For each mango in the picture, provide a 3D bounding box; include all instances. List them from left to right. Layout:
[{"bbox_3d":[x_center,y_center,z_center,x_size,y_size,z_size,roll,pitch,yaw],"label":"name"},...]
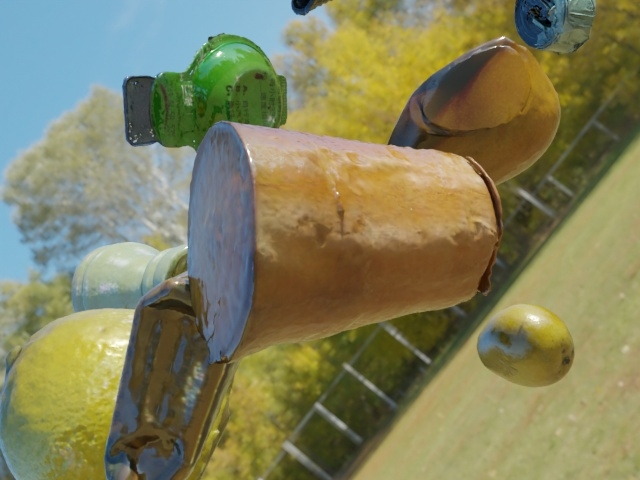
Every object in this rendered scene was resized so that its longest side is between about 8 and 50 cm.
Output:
[{"bbox_3d":[0.176,-0.119,1.341,0.236,0.136,0.166,-30,-20,-3],"label":"mango"},{"bbox_3d":[0.303,0.159,1.683,0.098,0.137,0.195,-45,12,-21],"label":"mango"}]

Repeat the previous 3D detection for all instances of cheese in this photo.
[{"bbox_3d":[-0.155,-0.192,1.583,0.320,0.083,0.203,-12,-76,-47],"label":"cheese"}]

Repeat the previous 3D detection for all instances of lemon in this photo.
[{"bbox_3d":[-0.321,0.264,1.675,0.364,0.364,0.364,-50,-8,-9],"label":"lemon"}]

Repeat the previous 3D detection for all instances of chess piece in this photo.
[{"bbox_3d":[-0.313,0.104,2.227,0.234,0.234,0.442,-48,21,-27],"label":"chess piece"}]

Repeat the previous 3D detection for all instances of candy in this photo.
[{"bbox_3d":[-0.140,0.152,1.035,0.143,0.101,0.271,-28,-44,-78],"label":"candy"}]

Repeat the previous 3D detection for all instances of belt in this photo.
[{"bbox_3d":[0.312,-0.307,1.502,0.140,0.058,0.105,-125,46,-56],"label":"belt"}]

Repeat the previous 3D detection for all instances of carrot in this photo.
[{"bbox_3d":[0.026,0.000,0.937,0.254,0.196,0.196,-1,-35,-25],"label":"carrot"}]

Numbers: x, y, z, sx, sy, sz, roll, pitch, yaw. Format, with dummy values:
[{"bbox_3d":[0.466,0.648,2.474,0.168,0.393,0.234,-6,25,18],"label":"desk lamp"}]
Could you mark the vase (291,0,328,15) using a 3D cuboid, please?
[{"bbox_3d":[0.059,-0.487,2.053,0.237,0.115,0.115,-15,-25,-26],"label":"vase"}]
